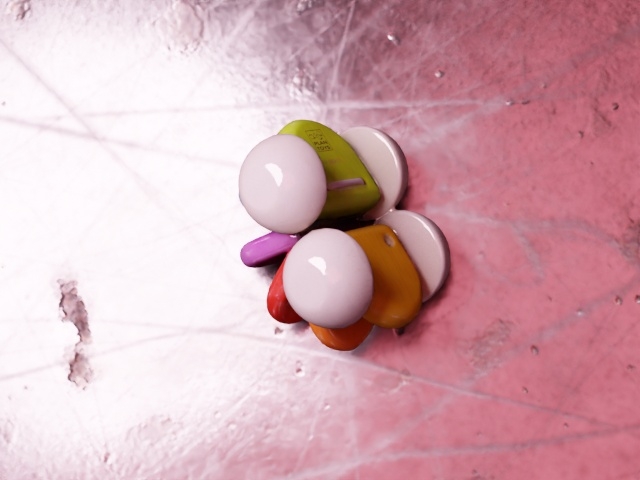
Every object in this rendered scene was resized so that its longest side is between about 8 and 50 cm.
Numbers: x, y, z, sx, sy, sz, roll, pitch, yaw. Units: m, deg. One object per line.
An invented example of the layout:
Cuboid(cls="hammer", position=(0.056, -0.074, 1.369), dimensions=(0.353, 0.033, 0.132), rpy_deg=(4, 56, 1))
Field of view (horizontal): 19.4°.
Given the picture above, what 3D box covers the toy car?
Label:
Cuboid(cls="toy car", position=(0.000, 0.000, 1.451), dimensions=(0.136, 0.159, 0.182), rpy_deg=(-34, 77, 37))
